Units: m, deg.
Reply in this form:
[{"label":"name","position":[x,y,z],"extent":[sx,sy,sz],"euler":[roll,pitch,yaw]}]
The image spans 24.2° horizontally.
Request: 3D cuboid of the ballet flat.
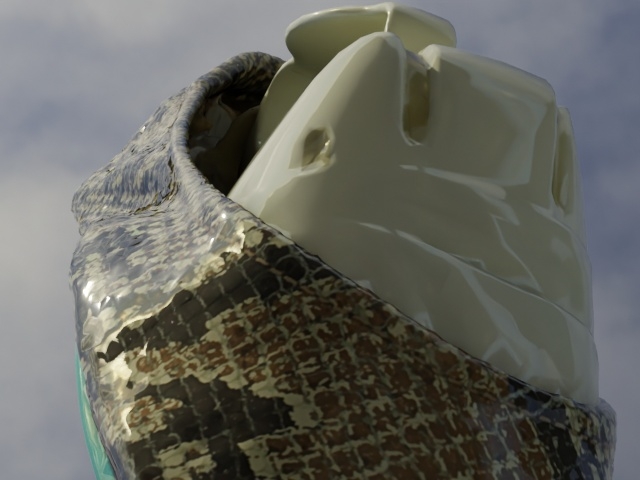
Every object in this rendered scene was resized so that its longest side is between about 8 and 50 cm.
[{"label":"ballet flat","position":[0.000,0.000,0.529],"extent":[0.164,0.483,0.182],"euler":[29,-84,-17]}]
